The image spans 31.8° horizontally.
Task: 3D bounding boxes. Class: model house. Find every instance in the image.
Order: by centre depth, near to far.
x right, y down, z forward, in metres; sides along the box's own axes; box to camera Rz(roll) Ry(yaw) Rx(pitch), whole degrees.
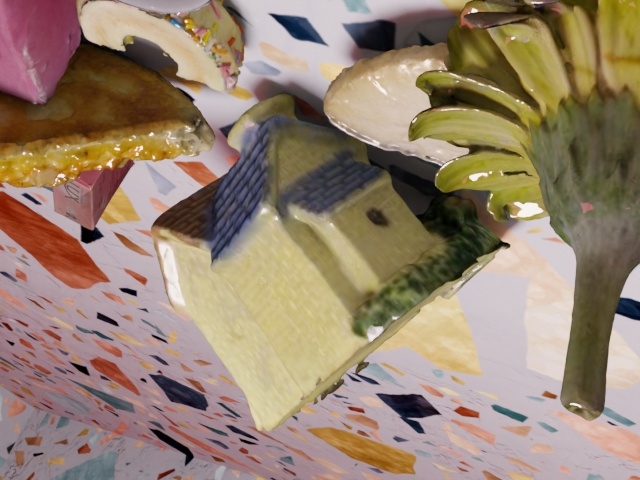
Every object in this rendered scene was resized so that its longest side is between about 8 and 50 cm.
[{"bbox_3d":[0.000,0.000,1.165,0.266,0.261,0.321,49,141,7],"label":"model house"}]

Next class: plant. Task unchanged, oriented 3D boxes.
[{"bbox_3d":[0.185,-0.064,0.767,0.261,0.297,0.306,55,149,-4],"label":"plant"}]

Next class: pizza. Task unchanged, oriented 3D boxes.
[{"bbox_3d":[-0.272,-0.150,1.155,0.268,0.257,0.087,-12,137,-18],"label":"pizza"}]

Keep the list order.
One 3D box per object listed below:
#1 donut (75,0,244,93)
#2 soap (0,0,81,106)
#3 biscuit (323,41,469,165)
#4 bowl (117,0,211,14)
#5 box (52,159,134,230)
[{"bbox_3d":[-0.143,-0.204,1.012,0.166,0.065,0.108,24,158,5],"label":"donut"},{"bbox_3d":[-0.398,-0.283,1.027,0.360,0.128,0.233,21,155,10],"label":"soap"},{"bbox_3d":[0.126,-0.105,0.941,0.266,0.040,0.188,3,156,28],"label":"biscuit"},{"bbox_3d":[-0.144,-0.266,0.849,0.189,0.086,0.189,21,159,8],"label":"bowl"},{"bbox_3d":[-0.273,-0.088,1.349,0.060,0.111,0.156,26,156,0],"label":"box"}]
